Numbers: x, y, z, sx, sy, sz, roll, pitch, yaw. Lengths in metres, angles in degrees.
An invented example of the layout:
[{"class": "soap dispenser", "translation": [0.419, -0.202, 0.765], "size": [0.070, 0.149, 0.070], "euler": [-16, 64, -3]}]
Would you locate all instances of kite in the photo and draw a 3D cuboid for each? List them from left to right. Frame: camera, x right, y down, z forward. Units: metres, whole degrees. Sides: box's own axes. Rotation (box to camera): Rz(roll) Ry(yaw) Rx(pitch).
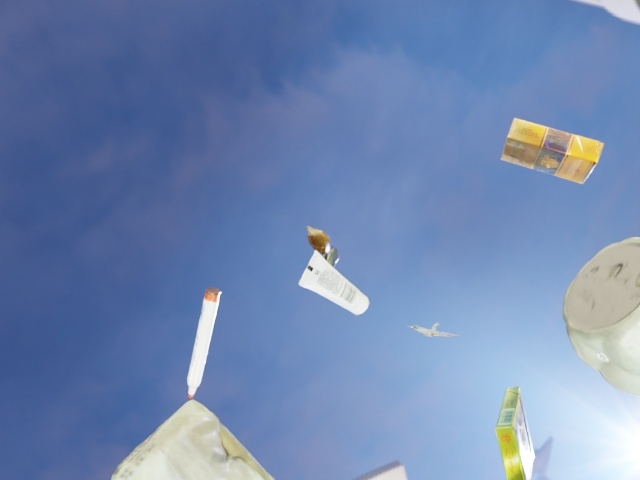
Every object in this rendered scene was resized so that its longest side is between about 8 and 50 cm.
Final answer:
[{"class": "kite", "translation": [0.295, 0.234, 1.612], "size": [0.156, 0.139, 0.011], "euler": [83, -164, -69]}]

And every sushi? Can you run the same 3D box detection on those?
[{"class": "sushi", "translation": [0.000, 0.000, 1.681], "size": [0.099, 0.050, 0.047], "euler": [61, -150, -29]}]

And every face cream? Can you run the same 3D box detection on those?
[{"class": "face cream", "translation": [0.038, 0.119, 1.548], "size": [0.244, 0.058, 0.092], "euler": [39, -109, -43]}]

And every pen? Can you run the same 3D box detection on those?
[{"class": "pen", "translation": [-0.198, 0.176, 1.031], "size": [0.026, 0.026, 0.218], "euler": [-8, -59, -45]}]

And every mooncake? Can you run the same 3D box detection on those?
[{"class": "mooncake", "translation": [-0.237, 0.455, 1.115], "size": [0.254, 0.250, 0.136], "euler": [-35, -27, -28]}]

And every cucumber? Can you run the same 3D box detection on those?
[{"class": "cucumber", "translation": [0.023, 0.057, 1.752], "size": [0.284, 0.056, 0.056], "euler": [-67, 1, -76]}]

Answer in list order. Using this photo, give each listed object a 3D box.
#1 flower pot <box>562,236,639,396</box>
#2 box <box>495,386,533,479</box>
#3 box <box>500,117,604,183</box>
[{"class": "flower pot", "translation": [0.507, 0.119, 0.945], "size": [0.195, 0.246, 0.246], "euler": [34, -89, -14]}, {"class": "box", "translation": [0.469, 0.476, 1.480], "size": [0.311, 0.043, 0.172], "euler": [-8, -94, -69]}, {"class": "box", "translation": [0.622, -0.240, 1.679], "size": [0.152, 0.237, 0.070], "euler": [62, -133, -71]}]
